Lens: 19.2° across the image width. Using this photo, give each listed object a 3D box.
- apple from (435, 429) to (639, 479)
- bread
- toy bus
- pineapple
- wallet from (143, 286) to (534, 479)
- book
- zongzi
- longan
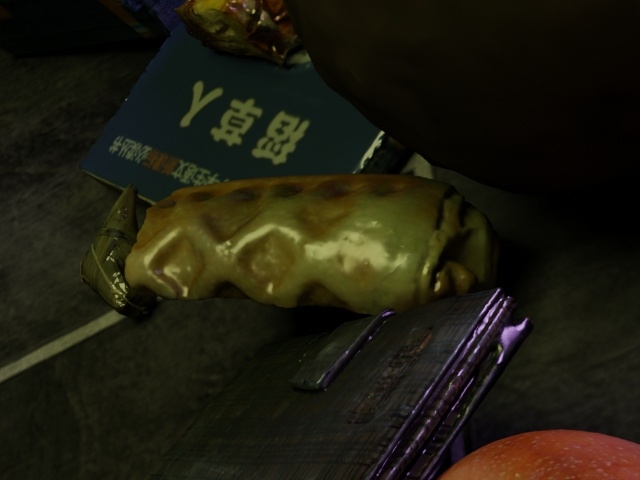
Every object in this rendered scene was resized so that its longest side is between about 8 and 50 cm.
[{"bbox_3d":[0.114,0.185,0.927,0.201,0.162,0.201,-25,46,28],"label":"apple"},{"bbox_3d":[0.000,0.000,1.189,0.232,0.128,0.088,5,103,25],"label":"bread"},{"bbox_3d":[-0.215,-0.250,1.591,0.275,0.167,0.138,-1,57,48],"label":"toy bus"},{"bbox_3d":[-0.056,-0.183,1.414,0.116,0.069,0.137,-29,33,30],"label":"pineapple"},{"bbox_3d":[-0.009,0.111,1.082,0.169,0.044,0.317,-52,14,-22],"label":"wallet"},{"bbox_3d":[0.020,-0.184,1.419,0.300,0.039,0.428,23,75,49],"label":"book"},{"bbox_3d":[-0.139,0.008,1.395,0.076,0.040,0.083,36,100,49],"label":"zongzi"},{"bbox_3d":[0.155,-0.246,1.067,0.436,0.404,0.404,-32,41,21],"label":"longan"}]
